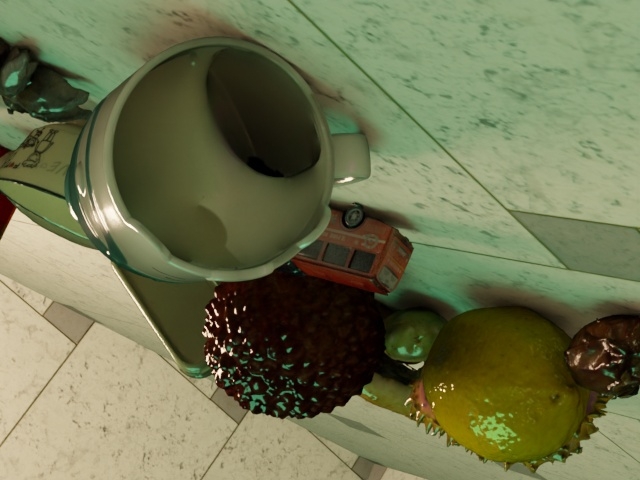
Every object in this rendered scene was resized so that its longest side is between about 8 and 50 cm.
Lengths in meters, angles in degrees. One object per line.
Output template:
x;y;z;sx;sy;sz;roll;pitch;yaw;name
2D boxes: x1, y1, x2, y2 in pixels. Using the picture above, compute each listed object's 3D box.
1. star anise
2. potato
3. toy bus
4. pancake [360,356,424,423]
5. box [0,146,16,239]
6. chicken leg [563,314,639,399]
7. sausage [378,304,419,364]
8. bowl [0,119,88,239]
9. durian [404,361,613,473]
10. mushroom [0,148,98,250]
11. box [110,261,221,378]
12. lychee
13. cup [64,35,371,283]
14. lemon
-0.355;-0.183;1.451;0.172;0.063;0.208;23;166;-6;star anise
0.139;0.138;1.803;0.107;0.080;0.170;-15;-178;2;potato
0.000;0.000;1.497;0.235;0.096;0.073;11;160;36;toy bus
0.050;0.193;2.018;0.387;0.082;0.387;30;-176;-2;pancake
-0.610;-0.023;1.939;0.197;0.313;0.089;28;162;-17;box
0.375;0.112;1.355;0.113;0.093;0.304;9;162;-15;chicken leg
0.088;0.138;1.921;0.194;0.077;0.077;26;166;-8;sausage
-0.302;-0.079;1.620;0.237;0.126;0.238;22;166;6;bowl
0.264;0.252;1.742;0.341;0.191;0.112;2;139;36;durian
-0.311;-0.046;1.781;0.350;0.128;0.128;18;166;8;mushroom
-0.200;0.099;1.964;0.274;0.138;0.178;53;-178;21;box
-0.030;0.116;1.699;0.264;0.300;0.264;27;132;34;lychee
-0.096;-0.069;1.199;0.289;0.219;0.257;-6;179;-23;cup
0.237;0.183;1.575;0.204;0.204;0.260;30;172;-24;lemon
